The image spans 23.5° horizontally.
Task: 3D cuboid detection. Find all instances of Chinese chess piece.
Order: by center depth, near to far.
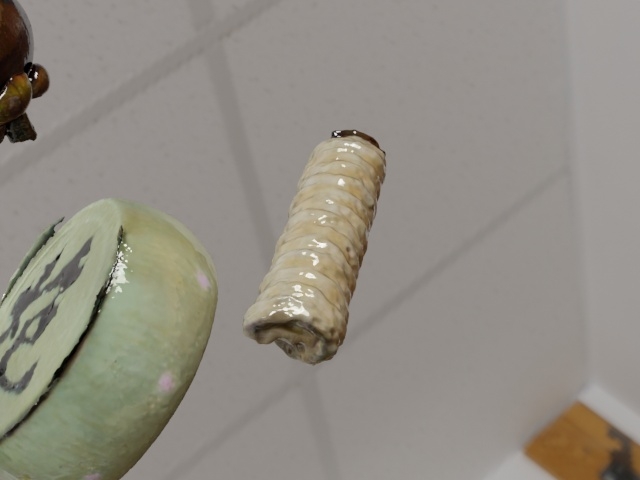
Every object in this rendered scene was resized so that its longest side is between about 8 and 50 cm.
[{"bbox_3d":[-0.264,0.116,1.717,0.146,0.349,0.349,33,-87,-25],"label":"Chinese chess piece"}]

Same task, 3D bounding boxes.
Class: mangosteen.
[{"bbox_3d":[-0.257,-0.126,1.133,0.140,0.140,0.140,-27,-45,-30],"label":"mangosteen"}]

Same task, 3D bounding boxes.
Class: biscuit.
[{"bbox_3d":[0.000,0.000,0.955,0.219,0.061,0.055,-75,-4,-56],"label":"biscuit"}]
